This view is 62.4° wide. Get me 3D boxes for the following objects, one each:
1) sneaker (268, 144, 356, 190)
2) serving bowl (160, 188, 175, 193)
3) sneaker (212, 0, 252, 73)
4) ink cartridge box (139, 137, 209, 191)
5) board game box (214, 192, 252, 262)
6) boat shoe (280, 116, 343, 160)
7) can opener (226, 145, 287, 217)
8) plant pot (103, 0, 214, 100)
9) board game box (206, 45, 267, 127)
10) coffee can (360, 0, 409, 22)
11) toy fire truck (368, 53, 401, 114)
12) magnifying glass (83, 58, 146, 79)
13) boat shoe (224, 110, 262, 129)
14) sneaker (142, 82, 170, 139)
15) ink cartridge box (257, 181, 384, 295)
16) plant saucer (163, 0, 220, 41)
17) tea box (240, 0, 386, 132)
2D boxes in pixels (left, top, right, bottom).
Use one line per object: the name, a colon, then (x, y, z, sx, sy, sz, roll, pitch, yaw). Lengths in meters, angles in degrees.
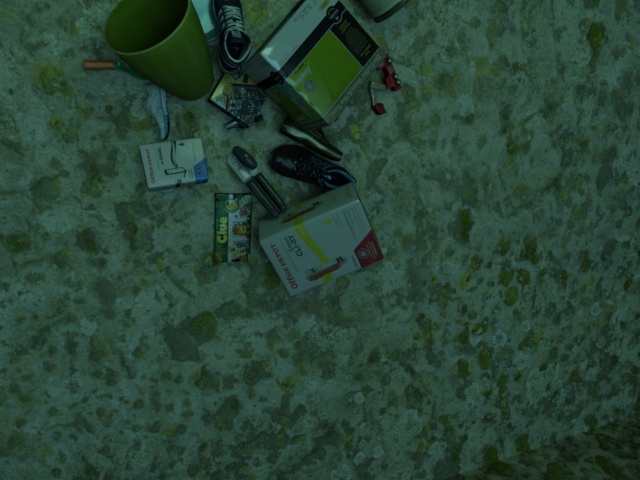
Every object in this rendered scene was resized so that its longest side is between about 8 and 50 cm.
sneaker: (-0.022, -0.265, 1.946, 0.341, 0.140, 0.125, 13, 101, -23)
serving bowl: (-0.535, -0.201, 1.832, 0.083, 0.027, 0.083, -5, 106, -19)
sneaker: (-0.277, -0.682, 1.667, 0.099, 0.153, 0.282, -5, 100, -20)
ink cartridge box: (-0.493, -0.255, 1.782, 0.203, 0.086, 0.148, -12, 92, -18)
board game box: (-0.324, -0.046, 1.957, 0.136, 0.030, 0.259, -2, 106, -18)
boat shoe: (-0.016, -0.383, 1.943, 0.258, 0.095, 0.095, 26, 89, -25)
can opener: (-0.225, -0.210, 1.876, 0.076, 0.095, 0.283, -39, 90, -13)
plant pot: (-0.451, -0.571, 1.615, 0.275, 0.275, 0.293, -43, 151, -5)
board game box: (-0.256, -0.532, 1.807, 0.165, 0.042, 0.243, 32, 80, -24)
coffee can: (0.184, -0.922, 1.802, 0.201, 0.201, 0.275, -48, 115, -2)
toy fire truck: (0.232, -0.588, 2.001, 0.135, 0.047, 0.192, -32, 113, -8)
magnifying glass: (-0.633, -0.562, 1.696, 0.231, 0.026, 0.092, -6, 107, -21)
boat shoe: (-0.268, -0.416, 1.861, 0.142, 0.049, 0.040, -26, 113, -14)
sneaker: (-0.545, -0.427, 1.749, 0.083, 0.071, 0.190, -7, 99, -12)
ink cartridge box: (0.000, 0.000, 1.941, 0.385, 0.160, 0.279, -22, 121, 7)
plant saucer: (-0.424, -0.796, 1.696, 0.318, 0.044, 0.317, -6, 107, -20)
tea box: (-0.022, -0.597, 1.770, 0.323, 0.220, 0.329, 43, 76, -21)
